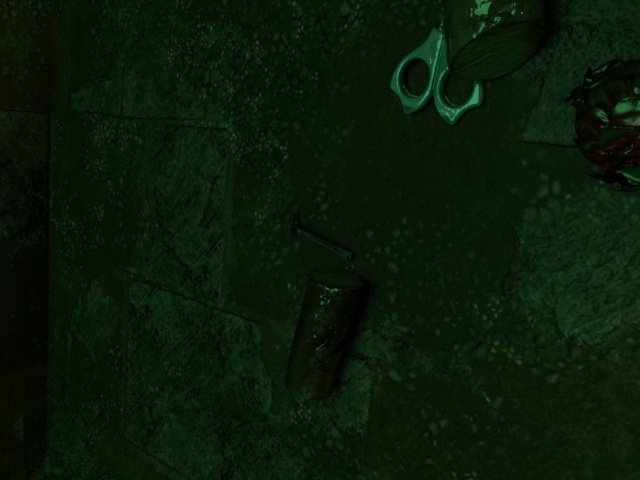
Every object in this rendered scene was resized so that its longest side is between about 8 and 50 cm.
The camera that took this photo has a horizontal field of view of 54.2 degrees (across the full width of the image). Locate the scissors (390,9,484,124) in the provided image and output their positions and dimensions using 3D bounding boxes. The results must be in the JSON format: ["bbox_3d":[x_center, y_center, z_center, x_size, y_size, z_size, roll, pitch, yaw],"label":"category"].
[{"bbox_3d":[0.239,-0.399,1.140,0.191,0.029,0.361,20,105,33],"label":"scissors"}]

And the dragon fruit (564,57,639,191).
[{"bbox_3d":[0.448,-0.168,0.891,0.182,0.182,0.189,-17,102,40],"label":"dragon fruit"}]

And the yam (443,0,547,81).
[{"bbox_3d":[0.279,-0.430,1.019,0.168,0.168,0.305,-3,91,41],"label":"yam"}]

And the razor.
[{"bbox_3d":[-0.004,0.000,1.377,0.190,0.033,0.066,29,112,35],"label":"razor"}]

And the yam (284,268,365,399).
[{"bbox_3d":[0.004,0.194,1.333,0.131,0.131,0.280,29,115,35],"label":"yam"}]
